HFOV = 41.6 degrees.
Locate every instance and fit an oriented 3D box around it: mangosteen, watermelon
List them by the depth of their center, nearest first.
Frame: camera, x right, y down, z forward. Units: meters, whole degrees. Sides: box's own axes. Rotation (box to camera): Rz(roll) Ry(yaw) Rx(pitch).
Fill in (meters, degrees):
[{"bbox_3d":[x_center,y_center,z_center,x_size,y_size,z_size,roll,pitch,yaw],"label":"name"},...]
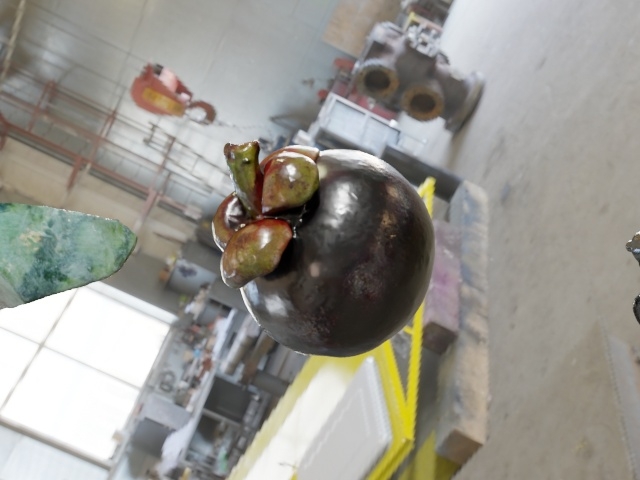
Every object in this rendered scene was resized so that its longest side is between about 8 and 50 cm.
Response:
[{"bbox_3d":[-0.230,0.017,0.658,0.094,0.180,0.081,140,126,-63],"label":"watermelon"},{"bbox_3d":[0.000,0.000,1.469,0.382,0.435,0.382,-19,52,26],"label":"mangosteen"}]

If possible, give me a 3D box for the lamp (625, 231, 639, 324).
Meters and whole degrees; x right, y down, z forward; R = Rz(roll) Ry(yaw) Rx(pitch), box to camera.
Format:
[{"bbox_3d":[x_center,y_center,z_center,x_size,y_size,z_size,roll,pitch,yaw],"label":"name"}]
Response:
[{"bbox_3d":[0.395,0.027,0.838,0.227,0.172,0.147,-43,16,-17],"label":"lamp"}]
